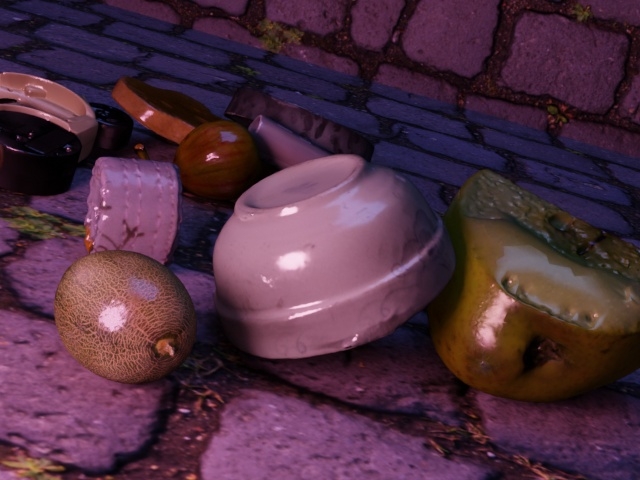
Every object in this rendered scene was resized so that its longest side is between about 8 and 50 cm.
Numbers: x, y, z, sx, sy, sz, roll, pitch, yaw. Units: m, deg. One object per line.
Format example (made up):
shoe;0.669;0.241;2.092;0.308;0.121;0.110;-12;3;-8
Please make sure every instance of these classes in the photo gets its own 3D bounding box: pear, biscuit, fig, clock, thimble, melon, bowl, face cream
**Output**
pear;0.275;0.096;1.347;0.342;0.239;0.318;29;34;17
biscuit;-0.244;-0.216;1.956;0.343;0.057;0.287;23;14;-31
fig;-0.191;-0.126;1.749;0.186;0.148;0.142;-35;59;-17
clock;-0.485;-0.189;1.697;0.276;0.120;0.379;22;20;0
thimble;-0.250;-0.034;1.383;0.117;0.151;0.127;3;31;-23
melon;-0.208;0.083;1.106;0.139;0.139;0.192;-3;22;-44
bowl;0.000;0.000;1.277;0.307;0.163;0.307;-18;20;7
face cream;-0.011;-0.136;1.879;0.269;0.073;0.107;27;1;-17
clock;-0.038;-0.215;2.043;0.312;0.061;0.312;23;0;0
